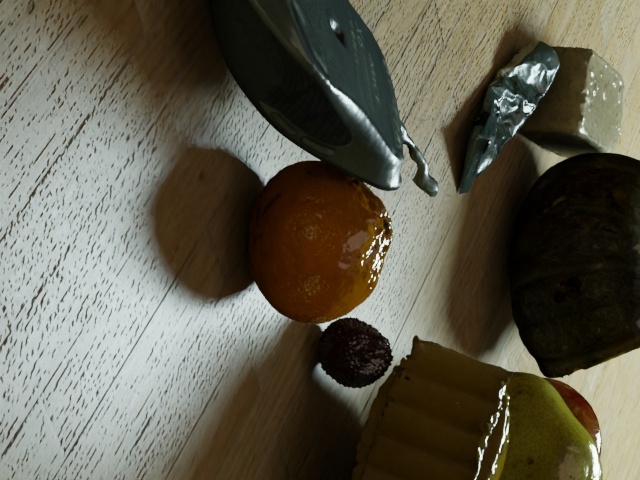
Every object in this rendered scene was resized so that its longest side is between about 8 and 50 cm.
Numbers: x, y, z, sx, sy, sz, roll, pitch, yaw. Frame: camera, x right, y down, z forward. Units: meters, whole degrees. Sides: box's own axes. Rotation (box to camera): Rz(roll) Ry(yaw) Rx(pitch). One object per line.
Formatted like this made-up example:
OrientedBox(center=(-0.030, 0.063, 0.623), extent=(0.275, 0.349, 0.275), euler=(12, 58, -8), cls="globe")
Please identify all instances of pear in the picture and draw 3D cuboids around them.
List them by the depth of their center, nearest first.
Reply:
OrientedBox(center=(0.195, 0.244, 1.942), extent=(0.197, 0.197, 0.197), euler=(6, 90, -66), cls="pear")

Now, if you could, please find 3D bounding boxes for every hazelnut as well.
OrientedBox(center=(0.255, 0.237, 2.138), extent=(0.143, 0.143, 0.154), euler=(-2, 114, -66), cls="hazelnut")

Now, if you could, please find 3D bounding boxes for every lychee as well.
OrientedBox(center=(0.031, 0.101, 1.667), extent=(0.083, 0.068, 0.067), euler=(154, -86, -80), cls="lychee")

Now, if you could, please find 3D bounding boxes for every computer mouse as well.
OrientedBox(center=(0.000, -0.126, 1.479), extent=(0.379, 0.090, 0.167), euler=(48, 29, -48), cls="computer mouse")

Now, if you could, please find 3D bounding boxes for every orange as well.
OrientedBox(center=(0.000, 0.002, 1.517), extent=(0.135, 0.117, 0.136), euler=(-15, 107, -59), cls="orange")

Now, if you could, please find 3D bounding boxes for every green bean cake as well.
OrientedBox(center=(0.092, 0.232, 1.700), extent=(0.224, 0.131, 0.230), euler=(97, 14, -52), cls="green bean cake")
OrientedBox(center=(0.306, -0.165, 2.209), extent=(0.179, 0.085, 0.109), euler=(22, 74, -64), cls="green bean cake")

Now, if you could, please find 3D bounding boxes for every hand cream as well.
OrientedBox(center=(0.214, -0.148, 2.044), extent=(0.248, 0.052, 0.075), euler=(-57, 144, -46), cls="hand cream")

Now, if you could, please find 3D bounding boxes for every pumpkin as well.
OrientedBox(center=(0.324, 0.016, 2.195), extent=(0.325, 0.242, 0.232), euler=(-25, 89, -58), cls="pumpkin")
